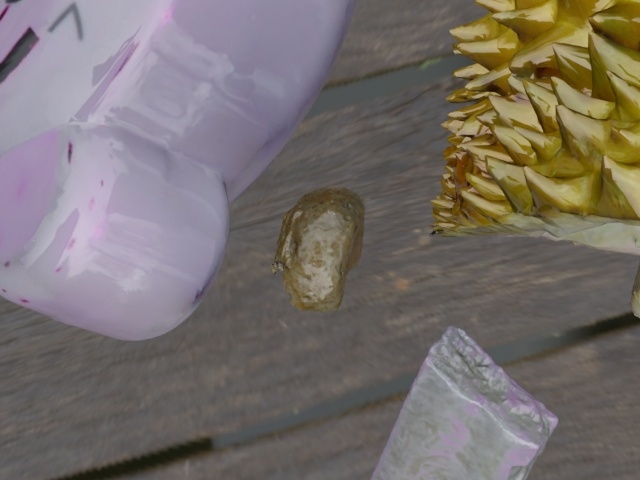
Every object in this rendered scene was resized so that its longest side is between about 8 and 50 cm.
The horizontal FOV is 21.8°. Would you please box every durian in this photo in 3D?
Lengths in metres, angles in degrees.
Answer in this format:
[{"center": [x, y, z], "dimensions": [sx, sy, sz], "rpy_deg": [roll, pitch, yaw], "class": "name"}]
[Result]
[{"center": [0.146, -0.046, 0.445], "dimensions": [0.250, 0.183, 0.138], "rpy_deg": [14, 84, 25], "class": "durian"}]

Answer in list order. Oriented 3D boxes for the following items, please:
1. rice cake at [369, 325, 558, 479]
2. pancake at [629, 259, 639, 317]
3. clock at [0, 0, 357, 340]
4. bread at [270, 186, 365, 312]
[{"center": [0.078, 0.198, 1.206], "dimensions": [0.106, 0.050, 0.298], "rpy_deg": [34, 133, 14], "class": "rice cake"}, {"center": [0.218, -0.014, 1.009], "dimensions": [0.022, 0.139, 0.139], "rpy_deg": [21, 89, 6], "class": "pancake"}, {"center": [-0.115, -0.120, 0.657], "dimensions": [0.113, 0.322, 0.295], "rpy_deg": [24, 92, -42], "class": "clock"}, {"center": [0.000, 0.000, 1.281], "dimensions": [0.060, 0.113, 0.082], "rpy_deg": [11, 111, 9], "class": "bread"}]
